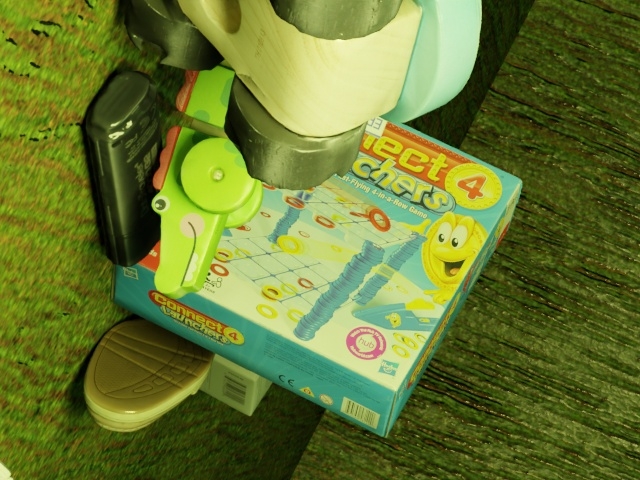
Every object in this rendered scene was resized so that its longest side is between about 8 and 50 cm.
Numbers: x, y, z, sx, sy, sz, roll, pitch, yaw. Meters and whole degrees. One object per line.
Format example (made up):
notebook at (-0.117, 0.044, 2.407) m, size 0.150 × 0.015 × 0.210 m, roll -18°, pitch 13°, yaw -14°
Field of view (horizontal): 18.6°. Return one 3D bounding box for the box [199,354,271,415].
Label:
box at (-0.104, 0.139, 2.383) m, size 0.087 × 0.102 × 0.101 m, roll -56°, pitch 167°, yaw -29°

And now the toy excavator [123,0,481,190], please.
toy excavator at (0.047, -0.302, 1.545) m, size 0.445 × 0.433 × 0.222 m, roll -24°, pitch 150°, yaw -28°

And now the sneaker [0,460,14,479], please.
sneaker at (-0.320, 0.266, 1.685) m, size 0.094 × 0.081 × 0.208 m, roll -47°, pitch 155°, yaw -41°

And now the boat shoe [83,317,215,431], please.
boat shoe at (-0.168, 0.132, 2.028) m, size 0.302 × 0.109 × 0.098 m, roll -56°, pitch 168°, yaw -63°

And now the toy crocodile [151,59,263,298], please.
toy crocodile at (-0.083, -0.113, 1.682) m, size 0.115 × 0.105 × 0.340 m, roll 29°, pitch 79°, yaw -86°

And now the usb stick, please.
usb stick at (-0.166, -0.058, 1.703) m, size 0.077 × 0.045 × 0.278 m, roll -52°, pitch 167°, yaw -21°

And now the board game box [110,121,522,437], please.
board game box at (0.000, 0.000, 1.950) m, size 0.302 × 0.308 × 0.086 m, roll -57°, pitch 167°, yaw -36°

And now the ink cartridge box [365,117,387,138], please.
ink cartridge box at (0.014, -0.224, 1.828) m, size 0.045 × 0.206 × 0.208 m, roll 35°, pitch -79°, yaw 56°
